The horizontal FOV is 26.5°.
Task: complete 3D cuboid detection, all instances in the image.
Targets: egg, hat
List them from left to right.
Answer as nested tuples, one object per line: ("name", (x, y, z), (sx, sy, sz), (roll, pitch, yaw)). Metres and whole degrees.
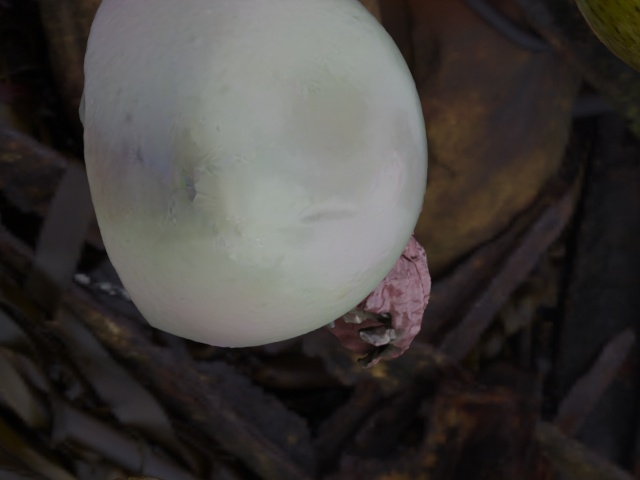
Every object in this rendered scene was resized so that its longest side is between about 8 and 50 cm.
("egg", (-0.056, -0.057, 0.826), (0.162, 0.206, 0.271), (-27, 95, -63))
("hat", (0.000, 0.000, 1.081), (0.237, 0.286, 0.107), (41, 64, -6))

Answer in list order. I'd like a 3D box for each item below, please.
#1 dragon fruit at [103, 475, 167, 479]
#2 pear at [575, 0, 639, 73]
("dragon fruit", (-0.135, 0.300, 0.855), (0.314, 0.263, 0.296), (3, 77, -9))
("pear", (0.252, -0.194, 0.667), (0.294, 0.294, 0.294), (2, 87, -51))
